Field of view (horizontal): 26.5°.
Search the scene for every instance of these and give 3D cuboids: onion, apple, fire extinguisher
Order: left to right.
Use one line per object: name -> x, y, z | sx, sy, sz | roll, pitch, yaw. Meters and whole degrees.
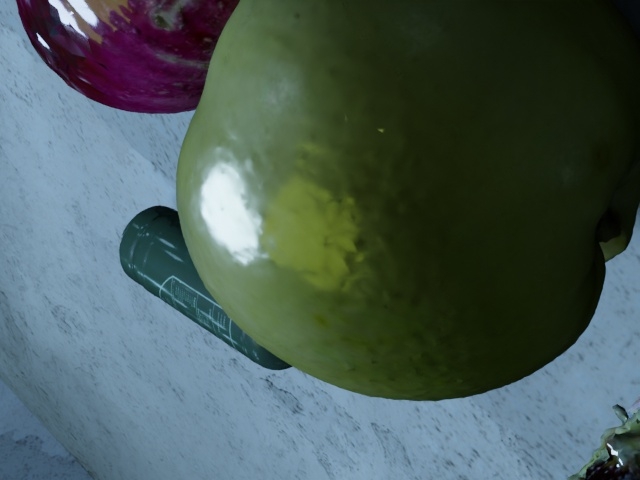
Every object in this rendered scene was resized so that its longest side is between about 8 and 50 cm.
onion -> -0.111, -0.201, 0.967 | 0.272, 0.230, 0.256 | 35, 151, 17
fire extinguisher -> -0.081, 0.060, 1.424 | 0.114, 0.095, 0.311 | 13, -168, -47
apple -> 0.060, -0.050, 0.810 | 0.254, 0.292, 0.292 | 18, 144, 18

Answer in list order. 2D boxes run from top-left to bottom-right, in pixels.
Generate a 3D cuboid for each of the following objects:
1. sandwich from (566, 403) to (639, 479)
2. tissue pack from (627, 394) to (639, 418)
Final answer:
sandwich -> 0.287, 0.229, 0.893 | 0.325, 0.131, 0.262 | 20, 162, 46
tissue pack -> 0.268, 0.130, 0.987 | 0.063, 0.035, 0.083 | 46, 154, 2
